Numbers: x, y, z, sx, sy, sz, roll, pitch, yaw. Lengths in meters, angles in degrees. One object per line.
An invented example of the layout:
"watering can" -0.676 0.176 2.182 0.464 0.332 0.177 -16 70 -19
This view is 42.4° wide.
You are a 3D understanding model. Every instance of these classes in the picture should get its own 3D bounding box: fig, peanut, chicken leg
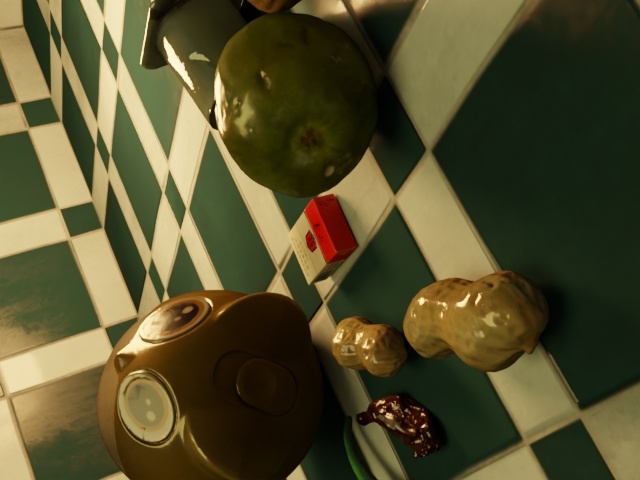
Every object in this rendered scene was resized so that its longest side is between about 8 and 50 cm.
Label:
"fig" -0.061 -0.212 1.144 0.314 0.233 0.233 46 144 35
"peanut" 0.176 0.097 0.997 0.263 0.101 0.117 172 101 -65
"peanut" 0.073 0.164 1.272 0.192 0.089 0.089 -1 104 65
"chicken leg" 0.119 0.285 1.295 0.205 0.053 0.093 26 130 58

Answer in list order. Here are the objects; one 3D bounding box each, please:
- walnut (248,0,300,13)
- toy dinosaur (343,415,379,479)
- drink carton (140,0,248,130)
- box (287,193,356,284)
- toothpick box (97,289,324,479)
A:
"walnut" -0.075 -0.401 1.157 0.166 0.149 0.167 25 140 23
"toy dinosaur" 0.164 0.388 1.221 0.375 0.143 0.500 -61 39 38
"drink carton" -0.169 -0.310 1.383 0.190 0.191 0.185 52 147 18
"box" 0.000 0.000 1.368 0.100 0.048 0.152 64 156 14
"toothpick box" -0.204 0.289 1.542 0.425 0.408 0.409 -28 80 56
